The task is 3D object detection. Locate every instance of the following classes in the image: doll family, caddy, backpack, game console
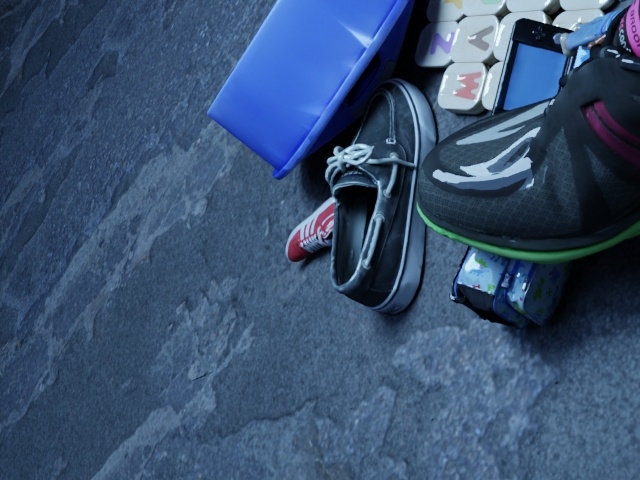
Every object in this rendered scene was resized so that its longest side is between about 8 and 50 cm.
[{"bbox_3d":[0.302,-0.215,0.892,0.193,0.076,0.111,-50,23,-18],"label":"doll family"},{"bbox_3d":[0.005,-0.239,1.287,0.341,0.179,0.241,-55,11,20],"label":"caddy"},{"bbox_3d":[0.190,0.022,0.950,0.084,0.105,0.114,15,81,34],"label":"backpack"},{"bbox_3d":[0.238,-0.156,0.996,0.071,0.107,0.122,-136,59,-84],"label":"game console"}]

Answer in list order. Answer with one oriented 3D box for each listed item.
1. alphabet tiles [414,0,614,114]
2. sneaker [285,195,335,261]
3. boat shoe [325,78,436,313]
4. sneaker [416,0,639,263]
[{"bbox_3d":[0.217,-0.281,1.127,0.278,0.021,0.284,12,86,52],"label":"alphabet tiles"},{"bbox_3d":[0.000,0.000,1.278,0.118,0.042,0.067,-47,35,25],"label":"sneaker"},{"bbox_3d":[0.058,-0.069,1.178,0.113,0.104,0.307,-17,58,49],"label":"boat shoe"},{"bbox_3d":[0.268,-0.123,0.781,0.482,0.202,0.185,-19,37,38],"label":"sneaker"}]
